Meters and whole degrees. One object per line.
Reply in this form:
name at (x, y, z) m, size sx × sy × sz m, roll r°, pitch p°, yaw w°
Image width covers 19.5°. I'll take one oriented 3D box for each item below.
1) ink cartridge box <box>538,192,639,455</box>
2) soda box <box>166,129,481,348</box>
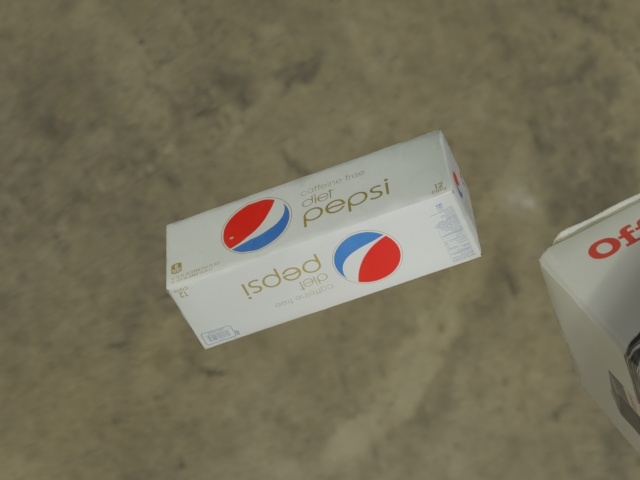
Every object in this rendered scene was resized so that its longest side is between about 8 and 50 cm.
ink cartridge box at (0.267, 0.066, 0.970) m, size 0.197 × 0.273 × 0.114 m, roll -26°, pitch 126°, yaw -7°
soda box at (0.000, 0.000, 1.323) m, size 0.074 × 0.216 × 0.069 m, roll -96°, pitch 164°, yaw -49°
